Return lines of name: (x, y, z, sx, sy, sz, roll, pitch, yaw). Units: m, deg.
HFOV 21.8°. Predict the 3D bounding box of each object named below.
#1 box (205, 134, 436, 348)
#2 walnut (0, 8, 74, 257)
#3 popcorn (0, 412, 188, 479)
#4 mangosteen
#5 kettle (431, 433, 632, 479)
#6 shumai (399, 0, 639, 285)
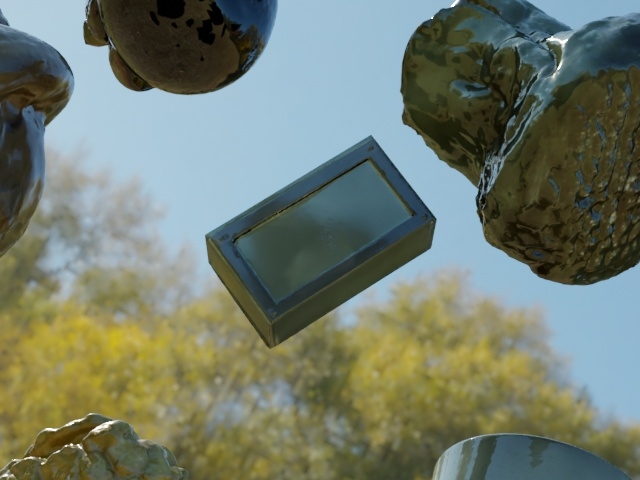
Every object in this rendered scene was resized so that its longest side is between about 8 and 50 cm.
box: (0.000, 0.000, 1.856, 0.129, 0.225, 0.086, 53, -15, 19)
walnut: (-0.420, -0.117, 1.533, 0.384, 0.383, 0.383, 24, -22, 10)
popcorn: (-0.215, 0.233, 1.416, 0.163, 0.140, 0.194, 15, -45, -36)
mangosteen: (-0.205, -0.322, 2.232, 0.302, 0.275, 0.275, -17, -45, 34)
kettle: (0.245, 0.440, 1.747, 0.361, 0.376, 0.250, 16, -38, 9)
shumai: (0.260, -0.153, 1.837, 0.323, 0.397, 0.324, 37, -55, 34)
